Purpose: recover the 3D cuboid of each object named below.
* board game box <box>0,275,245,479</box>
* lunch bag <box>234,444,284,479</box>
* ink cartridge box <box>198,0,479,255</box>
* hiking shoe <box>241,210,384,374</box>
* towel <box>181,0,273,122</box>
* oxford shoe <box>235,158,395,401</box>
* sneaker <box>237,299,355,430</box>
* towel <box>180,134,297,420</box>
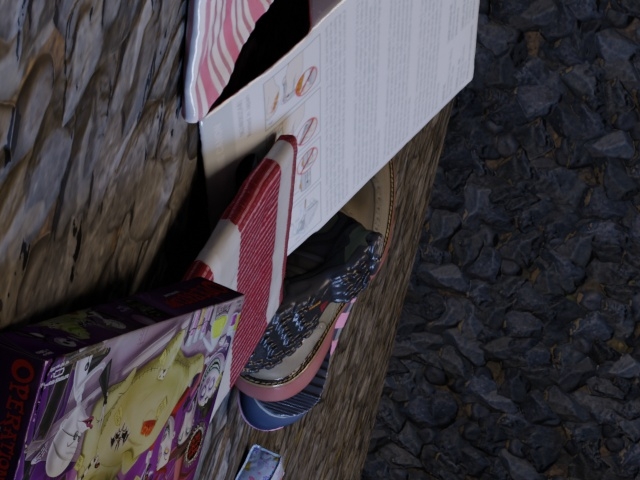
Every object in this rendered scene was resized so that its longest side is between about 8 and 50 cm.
[{"bbox_3d":[-0.154,0.144,1.204,0.208,0.056,0.347,-70,166,11],"label":"board game box"},{"bbox_3d":[-0.082,0.313,2.242,0.083,0.053,0.071,-60,167,-21],"label":"lunch bag"},{"bbox_3d":[0.003,-0.152,1.612,0.385,0.091,0.308,-43,156,-25],"label":"ink cartridge box"},{"bbox_3d":[-0.047,0.044,1.738,0.227,0.114,0.086,-35,147,-27],"label":"hiking shoe"},{"bbox_3d":[-0.058,-0.200,1.334,0.144,0.029,0.197,98,12,-49],"label":"towel"},{"bbox_3d":[0.000,0.000,1.872,0.130,0.123,0.348,86,21,-56],"label":"oxford shoe"},{"bbox_3d":[-0.022,0.072,2.021,0.319,0.112,0.131,-65,-173,-28],"label":"sneaker"},{"bbox_3d":[-0.107,0.090,1.482,0.237,0.037,0.329,98,18,-50],"label":"towel"}]
